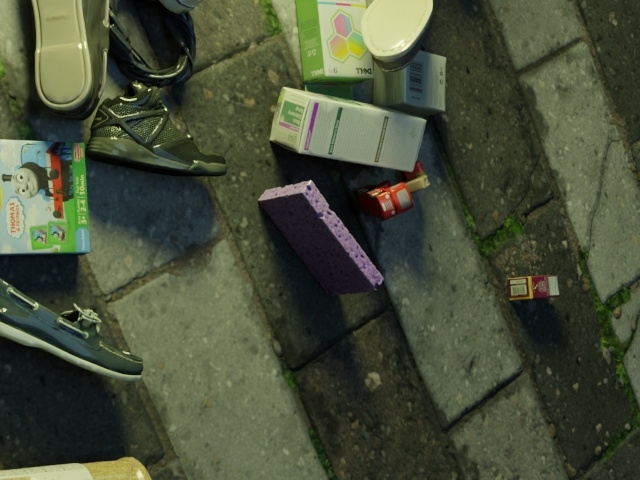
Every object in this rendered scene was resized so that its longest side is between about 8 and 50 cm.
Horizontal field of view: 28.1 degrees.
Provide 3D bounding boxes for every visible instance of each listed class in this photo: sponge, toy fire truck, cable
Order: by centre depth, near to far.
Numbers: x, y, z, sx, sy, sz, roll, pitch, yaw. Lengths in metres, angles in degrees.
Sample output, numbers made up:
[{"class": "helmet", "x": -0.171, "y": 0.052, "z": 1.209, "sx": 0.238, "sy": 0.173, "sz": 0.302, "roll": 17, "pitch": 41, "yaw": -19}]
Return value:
[{"class": "cable", "x": -0.257, "y": -0.315, "z": 1.926, "sx": 0.184, "sy": 0.047, "sz": 0.150, "roll": 46, "pitch": 54, "yaw": -20}, {"class": "sponge", "x": 0.000, "y": 0.000, "z": 2.041, "sx": 0.210, "sy": 0.117, "sz": 0.031, "roll": 53, "pitch": 54, "yaw": -21}, {"class": "toy fire truck", "x": 0.133, "y": -0.084, "z": 2.146, "sx": 0.135, "sy": 0.192, "sz": 0.047, "roll": -23, "pitch": 101, "yaw": -10}]

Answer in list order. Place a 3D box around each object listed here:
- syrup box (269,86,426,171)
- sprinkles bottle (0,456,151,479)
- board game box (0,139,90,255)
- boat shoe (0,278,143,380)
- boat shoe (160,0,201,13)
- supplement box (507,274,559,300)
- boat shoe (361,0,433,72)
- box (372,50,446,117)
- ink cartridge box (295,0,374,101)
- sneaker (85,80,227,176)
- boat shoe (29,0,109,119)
[{"class": "syrup box", "x": 0.046, "y": -0.180, "z": 2.092, "sx": 0.237, "sy": 0.093, "sz": 0.096, "roll": 8, "pitch": 100, "yaw": -34}, {"class": "sprinkles bottle", "x": -0.395, "y": 0.356, "z": 1.676, "sx": 0.355, "sy": 0.121, "sz": 0.121, "roll": 1, "pitch": 83, "yaw": -39}, {"class": "board game box", "x": -0.422, "y": -0.058, "z": 1.759, "sx": 0.211, "sy": 0.039, "sz": 0.160, "roll": -1, "pitch": 86, "yaw": -38}, {"class": "boat shoe", "x": -0.349, "y": 0.125, "z": 1.764, "sx": 0.254, "sy": 0.095, "sz": 0.079, "roll": 25, "pitch": 81, "yaw": -25}, {"class": "boat shoe", "x": -0.254, "y": -0.463, "z": 1.891, "sx": 0.267, "sy": 0.088, "sz": 0.096, "roll": 56, "pitch": 37, "yaw": -7}, {"class": "supplement box", "x": 0.398, "y": 0.088, "z": 2.389, "sx": 0.083, "sy": 0.055, "sz": 0.043, "roll": -1, "pitch": 85, "yaw": -40}, {"class": "boat shoe", "x": 0.135, "y": -0.375, "z": 2.145, "sx": 0.324, "sy": 0.116, "sz": 0.097, "roll": -82, "pitch": 165, "yaw": -47}, {"class": "box", "x": 0.154, "y": -0.271, "z": 2.218, "sx": 0.102, "sy": 0.087, "sz": 0.101, "roll": 8, "pitch": 80, "yaw": -39}, {"class": "ink cartridge box", "x": 0.026, "y": -0.315, "z": 2.137, "sx": 0.109, "sy": 0.062, "sz": 0.209, "roll": -4, "pitch": 87, "yaw": -40}, {"class": "sneaker", "x": -0.231, "y": -0.162, "z": 1.895, "sx": 0.227, "sy": 0.087, "sz": 0.130, "roll": 13, "pitch": 83, "yaw": -32}, {"class": "boat shoe", "x": -0.357, "y": -0.333, "z": 1.824, "sx": 0.112, "sy": 0.095, "sz": 0.335, "roll": -1, "pitch": 81, "yaw": 4}]
